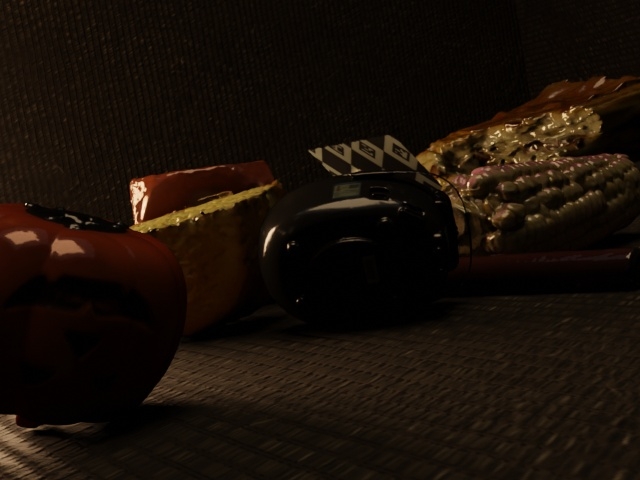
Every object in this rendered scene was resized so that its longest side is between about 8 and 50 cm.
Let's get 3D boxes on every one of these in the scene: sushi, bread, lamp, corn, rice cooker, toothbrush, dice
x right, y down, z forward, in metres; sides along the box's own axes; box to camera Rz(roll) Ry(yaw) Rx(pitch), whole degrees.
[{"bbox_3d":[0.093,-0.035,1.251,0.047,0.219,0.231,-53,21,-17],"label":"sushi"},{"bbox_3d":[0.380,-0.137,1.655,0.370,0.191,0.314,-24,15,-17],"label":"bread"},{"bbox_3d":[-0.195,0.059,0.714,0.188,0.163,0.187,15,4,-1],"label":"lamp"},{"bbox_3d":[-0.139,0.030,1.023,0.229,0.139,0.143,-16,2,18],"label":"bread"},{"bbox_3d":[0.261,-0.032,1.104,0.335,0.126,0.127,-10,3,-41],"label":"corn"},{"bbox_3d":[0.040,0.008,0.916,0.203,0.142,0.118,-10,17,8],"label":"rice cooker"},{"bbox_3d":[0.152,0.034,0.972,0.364,0.040,0.041,-5,7,44],"label":"toothbrush"},{"bbox_3d":[-0.139,-0.002,1.203,0.175,0.179,0.174,-6,3,-11],"label":"dice"}]
